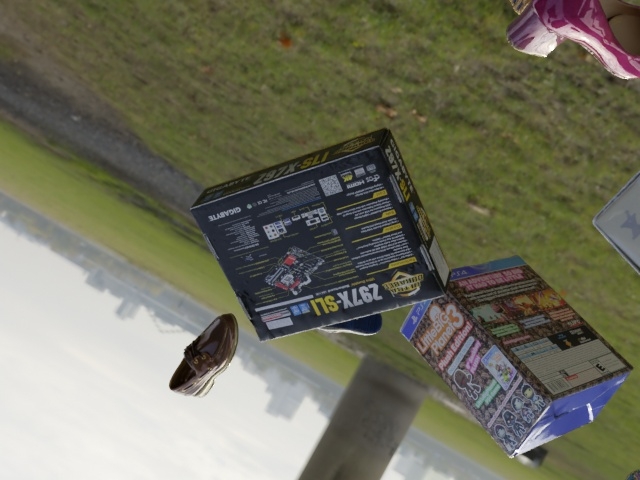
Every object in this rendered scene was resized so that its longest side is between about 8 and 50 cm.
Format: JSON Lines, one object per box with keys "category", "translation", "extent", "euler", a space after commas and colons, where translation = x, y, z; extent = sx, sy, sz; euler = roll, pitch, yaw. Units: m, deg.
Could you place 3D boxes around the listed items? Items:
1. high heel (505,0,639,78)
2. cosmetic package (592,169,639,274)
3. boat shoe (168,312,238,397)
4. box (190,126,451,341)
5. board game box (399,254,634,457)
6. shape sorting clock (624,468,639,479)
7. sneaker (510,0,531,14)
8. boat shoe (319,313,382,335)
{"category": "high heel", "translation": [0.496, -0.354, 1.409], "extent": [0.378, 0.127, 0.181], "euler": [-5, 162, -26]}
{"category": "cosmetic package", "translation": [0.370, -0.005, 0.774], "extent": [0.296, 0.153, 0.129], "euler": [12, -144, -56]}
{"category": "boat shoe", "translation": [-0.185, 0.186, 1.397], "extent": [0.060, 0.178, 0.064], "euler": [7, -141, -37]}
{"category": "box", "translation": [0.000, 0.000, 1.331], "extent": [0.322, 0.079, 0.257], "euler": [-17, 114, 23]}
{"category": "board game box", "translation": [0.323, 0.182, 1.475], "extent": [0.232, 0.141, 0.291], "euler": [-8, -135, -39]}
{"category": "shape sorting clock", "translation": [0.725, 0.545, 1.812], "extent": [0.206, 0.206, 0.040], "euler": [27, 127, 19]}
{"category": "sneaker", "translation": [0.420, -0.584, 1.740], "extent": [0.131, 0.296, 0.112], "euler": [-12, 175, -18]}
{"category": "boat shoe", "translation": [0.013, 0.130, 1.513], "extent": [0.183, 0.066, 0.066], "euler": [20, 160, -25]}
